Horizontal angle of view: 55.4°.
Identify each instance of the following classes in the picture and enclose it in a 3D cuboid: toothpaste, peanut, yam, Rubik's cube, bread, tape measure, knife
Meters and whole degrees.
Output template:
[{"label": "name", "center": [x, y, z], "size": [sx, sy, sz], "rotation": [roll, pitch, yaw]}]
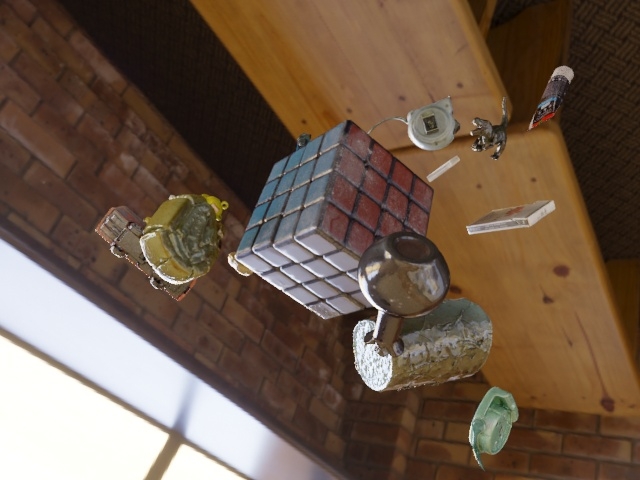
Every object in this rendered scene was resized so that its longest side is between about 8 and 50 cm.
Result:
[{"label": "toothpaste", "center": [0.515, -0.315, 1.360], "size": [0.045, 0.193, 0.071], "rotation": [41, 146, -12]}, {"label": "peanut", "center": [-0.259, 0.076, 1.990], "size": [0.113, 0.054, 0.054], "rotation": [38, 159, 31]}, {"label": "yam", "center": [0.277, 0.292, 1.704], "size": [0.348, 0.241, 0.241], "rotation": [-5, 159, -27]}, {"label": "Rubik's cube", "center": [0.044, -0.038, 1.573], "size": [0.343, 0.345, 0.337], "rotation": [37, 143, -27]}, {"label": "bread", "center": [-0.211, -0.008, 0.966], "size": [0.064, 0.156, 0.117], "rotation": [-15, 130, 32]}, {"label": "tape measure", "center": [0.273, -0.337, 1.933], "size": [0.330, 0.164, 0.084], "rotation": [-20, 158, 10]}, {"label": "knife", "center": [-0.059, -0.284, 1.951], "size": [0.044, 0.297, 0.026], "rotation": [10, 123, -3]}]

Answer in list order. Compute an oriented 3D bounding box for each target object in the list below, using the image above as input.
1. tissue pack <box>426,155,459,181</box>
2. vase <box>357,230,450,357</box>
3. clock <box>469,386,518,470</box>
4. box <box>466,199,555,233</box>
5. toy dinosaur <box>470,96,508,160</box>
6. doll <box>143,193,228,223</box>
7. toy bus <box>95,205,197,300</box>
[{"label": "tissue pack", "center": [0.391, -0.228, 1.945], "size": [0.023, 0.056, 0.108], "rotation": [55, 137, 2]}, {"label": "vase", "center": [0.100, 0.080, 0.808], "size": [0.120, 0.120, 0.183], "rotation": [16, 125, 7]}, {"label": "clock", "center": [0.303, 0.337, 1.087], "size": [0.041, 0.135, 0.101], "rotation": [17, 151, 40]}, {"label": "box", "center": [0.469, -0.057, 1.513], "size": [0.198, 0.109, 0.029], "rotation": [-10, 106, 59]}, {"label": "toy dinosaur", "center": [0.483, -0.317, 1.660], "size": [0.087, 0.179, 0.187], "rotation": [31, -170, 23]}, {"label": "doll", "center": [-0.322, -0.057, 1.481], "size": [0.207, 0.081, 0.129], "rotation": [-18, 114, 2]}, {"label": "toy bus", "center": [-0.297, 0.019, 1.070], "size": [0.192, 0.077, 0.065], "rotation": [41, 103, -5]}]
